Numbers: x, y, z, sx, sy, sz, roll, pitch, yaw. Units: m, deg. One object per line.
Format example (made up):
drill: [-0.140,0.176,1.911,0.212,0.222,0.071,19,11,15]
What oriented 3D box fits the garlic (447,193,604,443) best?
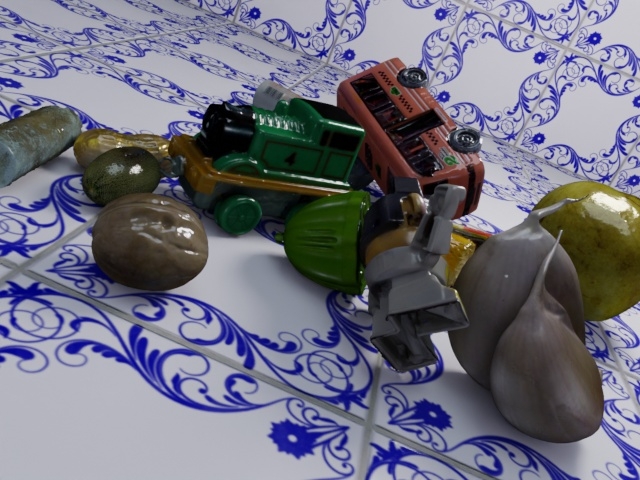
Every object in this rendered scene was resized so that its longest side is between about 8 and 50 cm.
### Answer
garlic: [0.323,0.132,0.938,0.246,0.340,0.231,-9,20,-4]

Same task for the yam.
yam: [-0.488,-0.165,1.066,0.093,0.093,0.259,22,23,-4]

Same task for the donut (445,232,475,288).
donut: [0.196,0.035,1.286,0.152,0.101,0.259,29,27,27]

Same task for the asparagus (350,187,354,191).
asparagus: [-0.003,-0.112,1.486,0.248,0.025,0.024,-6,52,-50]

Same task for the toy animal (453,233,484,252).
toy animal: [0.373,0.038,1.441,0.260,0.087,0.243,27,25,15]

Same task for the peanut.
peanut: [-0.351,-0.158,1.185,0.207,0.087,0.087,1,32,-39]

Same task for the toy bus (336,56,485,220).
toy bus: [0.212,-0.238,1.567,0.233,0.203,0.427,-22,56,-10]

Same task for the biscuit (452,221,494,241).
biscuit: [0.306,-0.020,1.386,0.292,0.026,0.048,14,-9,-29]

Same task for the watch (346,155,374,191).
watch: [0.037,-0.200,1.659,0.193,0.068,0.206,-3,37,-48]

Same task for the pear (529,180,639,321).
pear: [0.603,0.014,1.425,0.304,0.304,0.304,20,24,-9]

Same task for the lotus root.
lotus root: [0.000,0.000,1.115,0.186,0.186,0.186,20,24,-9]

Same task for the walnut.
walnut: [-0.236,0.002,0.894,0.162,0.140,0.140,5,28,-17]

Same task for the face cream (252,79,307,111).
face cream: [-0.073,-0.377,1.885,0.252,0.101,0.101,31,24,15]

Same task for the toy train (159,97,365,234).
toy train: [-0.087,-0.150,1.202,0.429,0.249,0.178,5,30,-37]

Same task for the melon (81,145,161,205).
melon: [-0.334,-0.107,1.077,0.099,0.099,0.162,29,25,11]

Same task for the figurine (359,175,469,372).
figurine: [0.134,0.033,0.979,0.143,0.308,0.308,23,21,-29]
